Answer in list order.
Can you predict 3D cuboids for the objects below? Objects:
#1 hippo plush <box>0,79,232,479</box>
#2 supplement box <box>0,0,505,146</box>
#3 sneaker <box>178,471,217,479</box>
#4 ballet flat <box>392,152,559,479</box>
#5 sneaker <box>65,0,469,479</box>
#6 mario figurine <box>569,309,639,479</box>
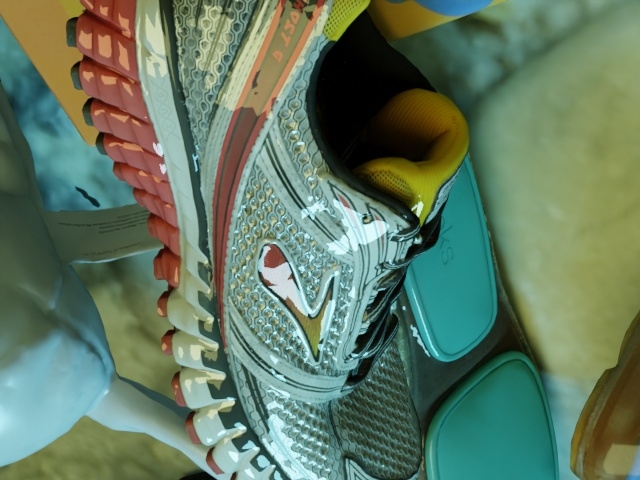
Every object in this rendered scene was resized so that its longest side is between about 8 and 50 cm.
[{"bbox_3d":[-0.198,0.020,0.716,0.294,0.234,0.236,3,158,-27],"label":"hippo plush"},{"bbox_3d":[0.011,-0.106,0.577,0.233,0.080,0.078,-18,115,30],"label":"supplement box"},{"bbox_3d":[-0.126,0.216,0.824,0.330,0.130,0.147,-20,107,34],"label":"sneaker"},{"bbox_3d":[0.037,0.040,0.682,0.067,0.073,0.206,20,131,47],"label":"ballet flat"},{"bbox_3d":[0.000,0.000,0.559,0.093,0.088,0.225,-1,132,19],"label":"sneaker"},{"bbox_3d":[0.249,0.117,0.616,0.321,0.170,0.198,21,165,24],"label":"mario figurine"}]
